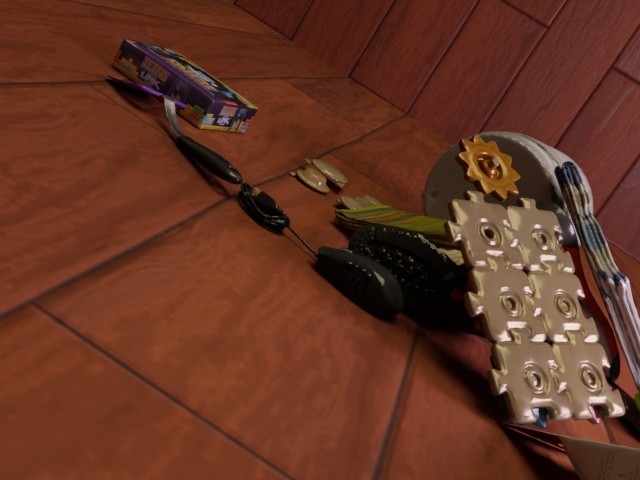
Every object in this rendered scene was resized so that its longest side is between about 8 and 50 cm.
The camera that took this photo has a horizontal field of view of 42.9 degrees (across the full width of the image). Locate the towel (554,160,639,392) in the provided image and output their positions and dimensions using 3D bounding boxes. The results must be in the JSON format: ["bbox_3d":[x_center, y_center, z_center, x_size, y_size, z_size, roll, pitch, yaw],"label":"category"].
[{"bbox_3d":[0.375,0.043,1.072,0.285,0.034,0.209,-87,152,-55],"label":"towel"}]

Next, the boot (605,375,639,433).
[{"bbox_3d":[0.399,0.211,1.024,0.106,0.037,0.114,19,16,-45],"label":"boot"}]

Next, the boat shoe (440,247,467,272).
[{"bbox_3d":[0.183,0.045,1.072,0.170,0.063,0.059,1,36,-45],"label":"boat shoe"}]

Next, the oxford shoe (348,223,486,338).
[{"bbox_3d":[0.132,0.057,0.935,0.227,0.083,0.096,30,-9,4],"label":"oxford shoe"}]

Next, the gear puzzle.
[{"bbox_3d":[0.199,0.033,0.863,0.175,0.044,0.339,4,61,-32],"label":"gear puzzle"}]

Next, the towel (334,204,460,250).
[{"bbox_3d":[0.130,-0.019,1.002,0.102,0.021,0.237,-12,17,-39],"label":"towel"}]

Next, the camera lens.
[{"bbox_3d":[0.306,-0.058,1.309,0.219,0.219,0.274,39,17,23],"label":"camera lens"}]

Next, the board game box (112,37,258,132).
[{"bbox_3d":[-0.193,-0.223,1.182,0.170,0.048,0.141,36,15,14],"label":"board game box"}]

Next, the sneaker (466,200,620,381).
[{"bbox_3d":[0.276,0.096,1.037,0.270,0.145,0.090,65,-11,-20],"label":"sneaker"}]

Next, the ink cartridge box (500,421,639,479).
[{"bbox_3d":[0.287,0.219,0.685,0.189,0.066,0.232,26,-19,-23],"label":"ink cartridge box"}]

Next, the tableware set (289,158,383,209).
[{"bbox_3d":[0.033,-0.071,1.203,0.169,0.020,0.141,37,18,14],"label":"tableware set"}]

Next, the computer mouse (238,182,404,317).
[{"bbox_3d":[0.000,0.000,0.888,0.242,0.041,0.071,38,17,22],"label":"computer mouse"}]

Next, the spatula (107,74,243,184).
[{"bbox_3d":[-0.172,-0.140,1.002,0.084,0.030,0.296,19,20,-46],"label":"spatula"}]

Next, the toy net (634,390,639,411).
[{"bbox_3d":[0.425,0.246,0.895,0.122,0.045,0.232,30,30,-7],"label":"toy net"}]
